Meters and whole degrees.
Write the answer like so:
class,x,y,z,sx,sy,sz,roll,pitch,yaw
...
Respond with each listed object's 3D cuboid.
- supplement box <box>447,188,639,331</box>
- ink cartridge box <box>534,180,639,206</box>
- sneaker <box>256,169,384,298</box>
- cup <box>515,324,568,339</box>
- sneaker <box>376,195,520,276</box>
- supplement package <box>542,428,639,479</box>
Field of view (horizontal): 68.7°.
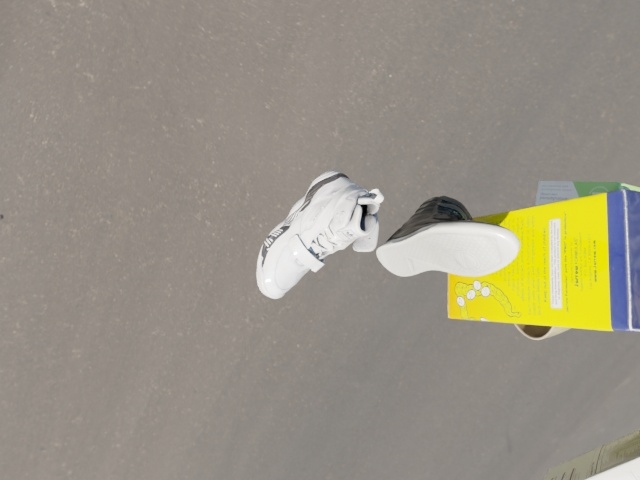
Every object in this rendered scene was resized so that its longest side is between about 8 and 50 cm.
class,x,y,z,sx,sy,sz,roll,pitch,yaw
supplement box,0.409,0.050,0.805,0.194,0.357,0.195,6,82,-24
ink cartridge box,0.654,0.030,1.195,0.119,0.207,0.352,3,95,-35
sneaker,0.000,0.000,1.118,0.137,0.210,0.365,40,81,-37
cup,0.780,0.144,1.532,0.237,0.331,0.330,-6,124,-8
sneaker,0.220,-0.021,0.772,0.104,0.296,0.147,49,67,-13
supplement package,0.427,0.367,0.597,0.203,0.194,0.149,-41,154,25
